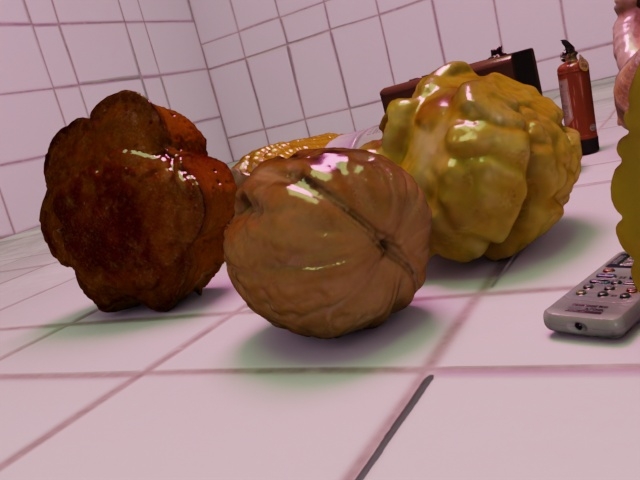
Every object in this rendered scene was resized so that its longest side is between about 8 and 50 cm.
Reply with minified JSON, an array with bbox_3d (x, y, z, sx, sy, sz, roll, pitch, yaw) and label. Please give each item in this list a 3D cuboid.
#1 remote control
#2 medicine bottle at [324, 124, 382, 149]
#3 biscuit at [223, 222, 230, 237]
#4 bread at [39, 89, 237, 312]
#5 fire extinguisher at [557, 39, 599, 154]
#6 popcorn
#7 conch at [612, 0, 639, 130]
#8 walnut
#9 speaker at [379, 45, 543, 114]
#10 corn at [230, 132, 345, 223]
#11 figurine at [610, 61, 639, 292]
[{"bbox_3d":[0.197,0.032,0.427,0.125,0.017,0.053,-24,15,-38],"label":"remote control"},{"bbox_3d":[0.095,-0.086,0.838,0.169,0.135,0.135,-5,15,38],"label":"medicine bottle"},{"bbox_3d":[-0.161,-0.018,1.105,0.231,0.025,0.131,-9,13,26],"label":"biscuit"},{"bbox_3d":[-0.209,-0.026,0.740,0.247,0.232,0.135,-35,-11,29],"label":"bread"},{"bbox_3d":[0.393,-0.221,1.003,0.050,0.177,0.062,-2,15,43],"label":"fire extinguisher"},{"bbox_3d":[0.142,-0.063,0.640,0.201,0.225,0.203,16,-48,-30],"label":"popcorn"},{"bbox_3d":[0.512,-0.300,0.864,0.210,0.352,0.297,0,45,-9],"label":"conch"},{"bbox_3d":[0.000,0.000,0.520,0.156,0.155,0.184,-21,18,-28],"label":"walnut"},{"bbox_3d":[0.246,-0.212,1.110,0.231,0.192,0.153,-8,14,34],"label":"speaker"},{"bbox_3d":[-0.022,-0.090,1.013,0.144,0.143,0.387,-9,7,25],"label":"corn"},{"bbox_3d":[0.334,-0.050,0.337,0.316,0.187,0.168,-10,5,-20],"label":"figurine"}]
